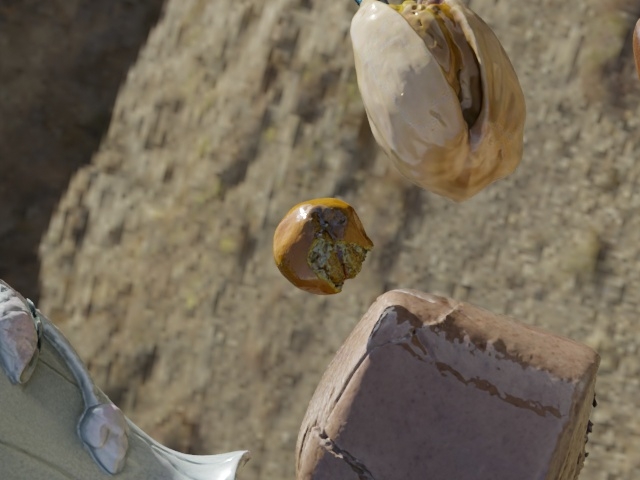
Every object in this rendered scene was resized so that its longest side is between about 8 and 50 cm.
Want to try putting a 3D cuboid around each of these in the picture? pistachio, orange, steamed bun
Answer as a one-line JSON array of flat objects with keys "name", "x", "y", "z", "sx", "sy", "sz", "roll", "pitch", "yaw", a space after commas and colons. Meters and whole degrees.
[{"name": "pistachio", "x": 0.112, "y": -0.149, "z": 1.622, "sx": 0.157, "sy": 0.157, "sz": 0.229, "roll": -48, "pitch": 55, "yaw": 42}, {"name": "orange", "x": 0.000, "y": 0.000, "z": 1.371, "sx": 0.062, "sy": 0.086, "sz": 0.086, "roll": 83, "pitch": 176, "yaw": -51}, {"name": "steamed bun", "x": 0.099, "y": 0.208, "z": 1.419, "sx": 0.199, "sy": 0.251, "sz": 0.301, "roll": -70, "pitch": -5, "yaw": -55}]

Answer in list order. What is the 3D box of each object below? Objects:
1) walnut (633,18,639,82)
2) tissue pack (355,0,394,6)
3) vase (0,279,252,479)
[{"name": "walnut", "x": 0.353, "y": -0.148, "z": 1.512, "sx": 0.116, "sy": 0.116, "sz": 0.207, "roll": -55, "pitch": 37, "yaw": 35}, {"name": "tissue pack", "x": 0.069, "y": -0.286, "z": 2.010, "sx": 0.028, "sy": 0.085, "sz": 0.138, "roll": -52, "pitch": 29, "yaw": 12}, {"name": "vase", "x": -0.280, "y": 0.174, "z": 1.479, "sx": 0.250, "sy": 0.445, "sz": 0.250, "roll": -59, "pitch": 5, "yaw": 9}]
